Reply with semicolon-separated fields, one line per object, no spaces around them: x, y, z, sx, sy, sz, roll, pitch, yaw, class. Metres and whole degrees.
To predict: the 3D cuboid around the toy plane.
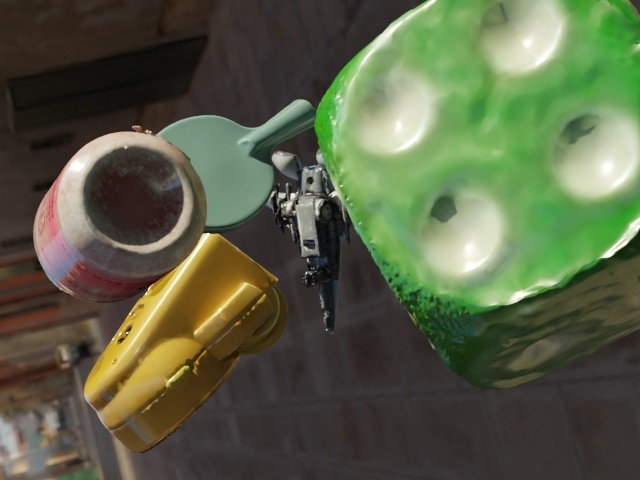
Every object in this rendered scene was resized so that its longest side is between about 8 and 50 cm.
-0.005;0.001;1.534;0.169;0.078;0.246;-2;89;38;toy plane

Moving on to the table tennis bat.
-0.099;-0.099;1.377;0.149;0.237;0.038;48;154;12;table tennis bat

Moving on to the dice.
0.185;-0.057;1.040;0.297;0.300;0.287;64;-166;19;dice

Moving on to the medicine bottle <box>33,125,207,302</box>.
-0.209;-0.011;1.162;0.247;0.147;0.147;-31;73;65;medicine bottle

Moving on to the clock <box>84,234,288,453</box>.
-0.214;0.161;1.755;0.200;0.317;0.244;43;163;-6;clock
